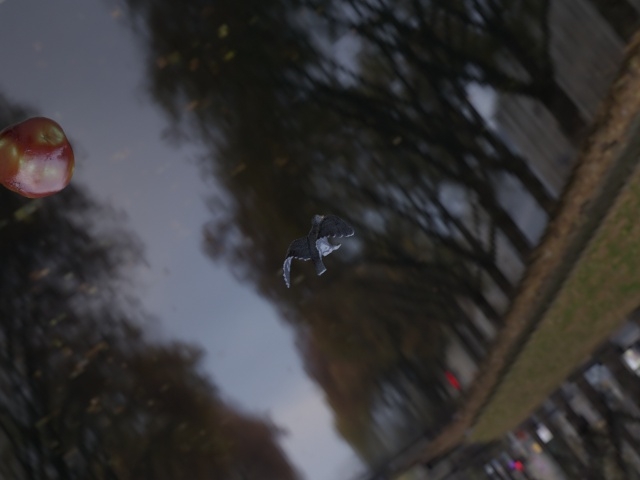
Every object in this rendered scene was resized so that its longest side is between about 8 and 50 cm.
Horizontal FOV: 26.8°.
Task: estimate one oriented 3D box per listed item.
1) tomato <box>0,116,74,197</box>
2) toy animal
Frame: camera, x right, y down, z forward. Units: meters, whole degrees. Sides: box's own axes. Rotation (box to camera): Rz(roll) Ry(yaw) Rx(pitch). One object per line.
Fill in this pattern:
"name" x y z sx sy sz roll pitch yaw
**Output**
"tomato" -0.294 -0.087 1.376 0.087 0.087 0.075 -19 148 -56
"toy animal" 0.000 0.001 1.040 0.084 0.028 0.050 -39 -162 37
